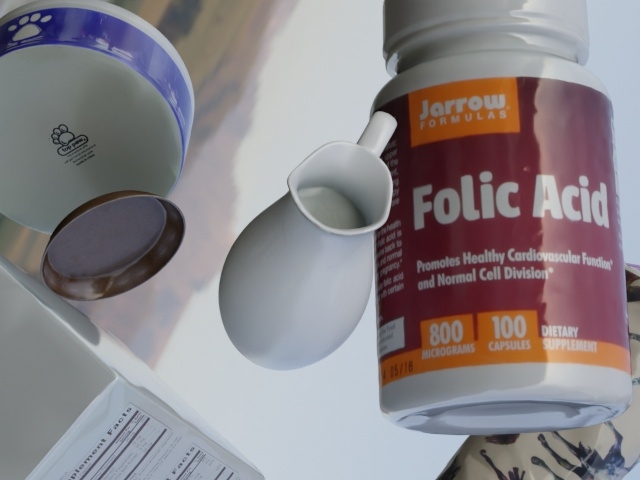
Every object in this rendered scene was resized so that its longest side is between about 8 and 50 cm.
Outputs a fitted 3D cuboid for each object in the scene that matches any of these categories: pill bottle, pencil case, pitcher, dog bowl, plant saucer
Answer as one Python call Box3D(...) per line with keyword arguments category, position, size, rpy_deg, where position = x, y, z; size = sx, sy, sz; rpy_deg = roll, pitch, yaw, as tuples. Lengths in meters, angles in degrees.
Box3D(category="pill bottle", position=(0.156, -0.035, 1.569), size=(0.224, 0.224, 0.392), rpy_deg=(141, -50, -67))
Box3D(category="pencil case", position=(0.265, 0.221, 1.882), size=(0.410, 0.183, 0.160), rpy_deg=(-49, 169, -10))
Box3D(category="pitcher", position=(0.000, 0.000, 1.481), size=(0.178, 0.125, 0.207), rpy_deg=(-55, 174, -45))
Box3D(category="dog bowl", position=(-0.278, -0.136, 1.989), size=(0.265, 0.265, 0.104), rpy_deg=(-56, -162, 32))
Box3D(category="plant saucer", position=(-0.229, 0.001, 1.911), size=(0.168, 0.168, 0.029), rpy_deg=(-56, -130, 33))

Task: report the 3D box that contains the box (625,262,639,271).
Box3D(category="box", position=(0.329, 0.148, 2.228), size=(0.057, 0.201, 0.293), rpy_deg=(-85, -173, -50))

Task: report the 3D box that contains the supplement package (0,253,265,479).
Box3D(category="supplement package", position=(-0.215, 0.158, 1.311), size=(0.198, 0.199, 0.262), rpy_deg=(-49, 149, -3))
